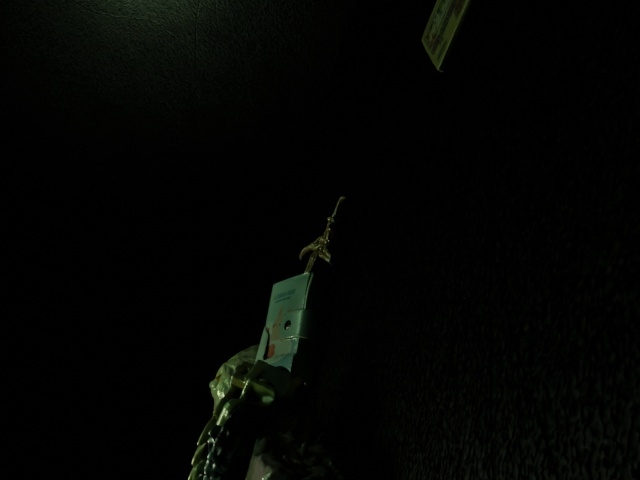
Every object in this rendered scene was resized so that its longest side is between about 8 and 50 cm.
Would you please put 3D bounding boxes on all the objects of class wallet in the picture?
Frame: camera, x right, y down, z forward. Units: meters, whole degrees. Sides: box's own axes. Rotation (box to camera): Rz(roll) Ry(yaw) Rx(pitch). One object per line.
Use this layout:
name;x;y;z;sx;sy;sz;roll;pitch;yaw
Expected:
wallet;-0.065;0.196;1.361;0.176;0.075;0.250;-24;46;47

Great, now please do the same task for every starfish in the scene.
starfish;0.008;0.003;1.496;0.213;0.057;0.238;-69;10;-18

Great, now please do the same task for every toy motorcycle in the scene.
toy motorcycle;-0.113;0.366;1.066;0.410;0.168;0.237;98;-161;-46

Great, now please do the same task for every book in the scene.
book;0.210;-0.374;1.019;0.192;0.013;0.168;-90;18;-59

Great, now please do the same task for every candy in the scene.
candy;-0.040;0.369;0.844;0.185;0.137;0.195;-176;100;-81

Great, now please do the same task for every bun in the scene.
bun;-0.216;0.420;1.742;0.283;0.179;0.283;-167;90;-82
